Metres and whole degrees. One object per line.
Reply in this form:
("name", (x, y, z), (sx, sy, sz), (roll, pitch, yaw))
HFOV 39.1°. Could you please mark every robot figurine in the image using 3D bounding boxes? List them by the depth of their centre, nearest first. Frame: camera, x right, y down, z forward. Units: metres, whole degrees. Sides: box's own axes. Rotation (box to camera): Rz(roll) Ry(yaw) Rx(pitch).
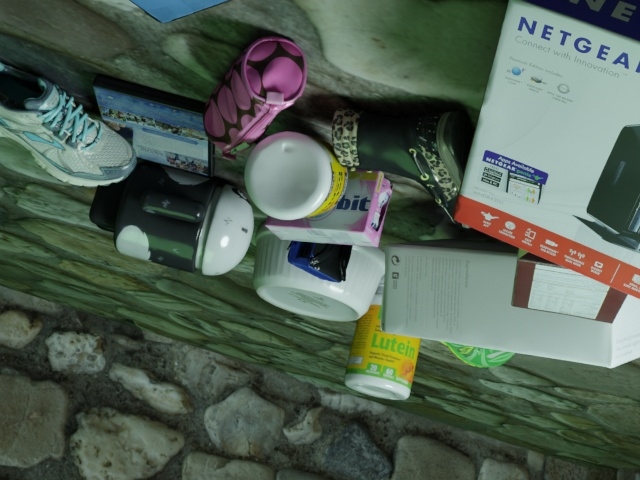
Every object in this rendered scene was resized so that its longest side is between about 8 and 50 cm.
("robot figurine", (-0.255, -0.042, 1.585), (0.278, 0.209, 0.173), (15, 120, 0))

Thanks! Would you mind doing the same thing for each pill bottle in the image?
("pill bottle", (-0.027, -0.090, 1.270), (0.117, 0.117, 0.215), (11, -174, 9))
("pill bottle", (0.139, 0.191, 1.849), (0.136, 0.245, 0.136), (13, 162, 4))

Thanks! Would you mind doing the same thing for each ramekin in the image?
("ramekin", (-0.009, 0.068, 1.786), (0.273, 0.127, 0.273), (12, 162, 4))

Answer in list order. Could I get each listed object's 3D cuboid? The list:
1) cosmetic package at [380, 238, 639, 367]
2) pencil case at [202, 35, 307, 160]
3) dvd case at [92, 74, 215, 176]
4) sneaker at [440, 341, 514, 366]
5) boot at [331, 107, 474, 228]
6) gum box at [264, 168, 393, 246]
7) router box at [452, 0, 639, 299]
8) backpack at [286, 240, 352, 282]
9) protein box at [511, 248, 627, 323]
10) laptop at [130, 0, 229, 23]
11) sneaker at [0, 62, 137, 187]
("cosmetic package", (0.312, 0.086, 1.410), (0.385, 0.156, 0.217), (7, -174, 40))
("pencil case", (-0.086, -0.178, 1.156), (0.095, 0.098, 0.209), (16, 162, -16))
("dvd case", (-0.254, -0.173, 1.421), (0.180, 0.022, 0.253), (14, 162, -3))
("sneaker", (0.333, 0.204, 1.961), (0.296, 0.109, 0.123), (27, 162, -34))
("boot", (0.126, -0.104, 1.242), (0.179, 0.085, 0.236), (9, 155, 23))
("gum box", (0.017, -0.055, 1.430), (0.188, 0.107, 0.062), (5, 160, 27))
("router box", (0.318, -0.079, 0.880), (0.336, 0.082, 0.301), (24, 143, 16))
("backpack", (0.000, 0.000, 1.591), (0.101, 0.120, 0.098), (11, 167, 43))
("protein box", (0.326, -0.024, 1.133), (0.136, 0.199, 0.201), (10, 162, 13))
("laptop", (-0.214, -0.260, 0.809), (0.382, 0.408, 0.236), (-4, 121, 44))
("sneaker", (-0.408, -0.178, 1.364), (0.283, 0.110, 0.122), (26, 150, -13))
